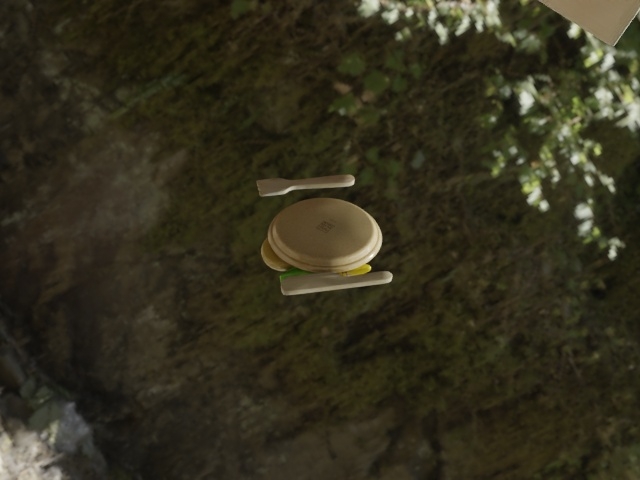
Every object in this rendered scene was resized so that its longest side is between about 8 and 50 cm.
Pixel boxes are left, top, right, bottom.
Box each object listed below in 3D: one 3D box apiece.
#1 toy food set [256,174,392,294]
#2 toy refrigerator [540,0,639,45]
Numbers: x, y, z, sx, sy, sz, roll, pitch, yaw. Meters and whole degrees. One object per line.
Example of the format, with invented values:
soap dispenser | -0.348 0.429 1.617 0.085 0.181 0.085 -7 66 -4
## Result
toy food set | 0.000 0.000 1.022 0.192 0.133 0.038 -106 -166 -49
toy refrigerator | 0.340 -0.315 1.082 0.102 0.094 0.269 35 32 8
